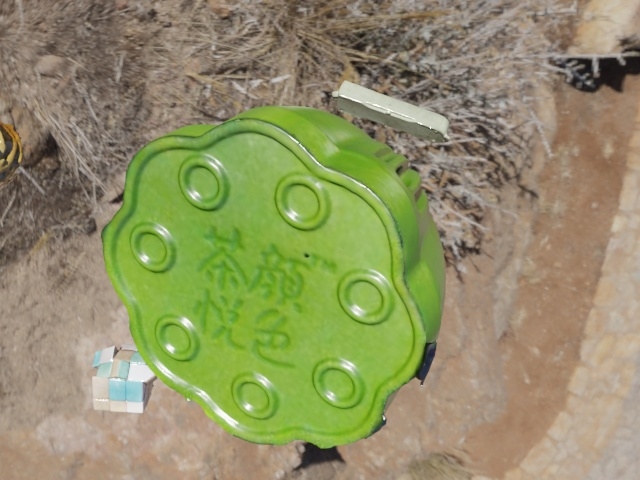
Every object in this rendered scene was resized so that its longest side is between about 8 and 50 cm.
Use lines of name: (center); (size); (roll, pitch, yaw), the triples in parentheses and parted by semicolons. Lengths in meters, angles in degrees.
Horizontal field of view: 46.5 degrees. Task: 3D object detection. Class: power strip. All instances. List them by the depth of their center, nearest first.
power strip: (0.164, -0.290, 1.702); (0.286, 0.080, 0.048); (21, 74, 8)

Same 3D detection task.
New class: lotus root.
lotus root: (0.000, 0.000, 0.430); (0.186, 0.186, 0.186); (-6, 106, -22)

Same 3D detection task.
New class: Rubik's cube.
Rubik's cube: (-0.236, 0.158, 0.897); (0.075, 0.084, 0.073); (-3, 112, -16)

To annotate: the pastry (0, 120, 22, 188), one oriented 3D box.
pastry: (-0.568, -0.136, 1.019); (0.255, 0.311, 0.162); (7, 101, 12)
